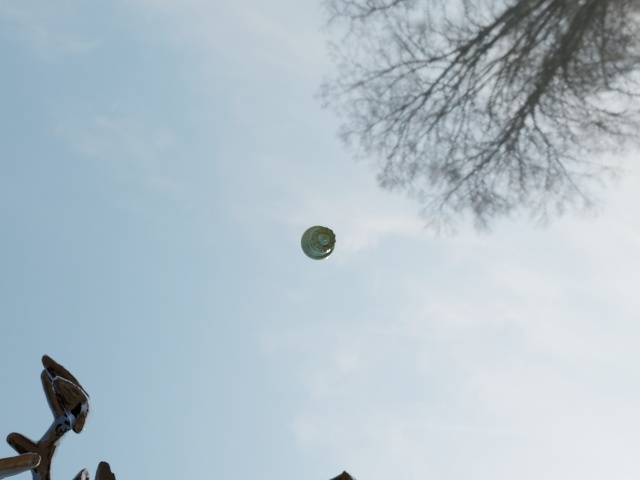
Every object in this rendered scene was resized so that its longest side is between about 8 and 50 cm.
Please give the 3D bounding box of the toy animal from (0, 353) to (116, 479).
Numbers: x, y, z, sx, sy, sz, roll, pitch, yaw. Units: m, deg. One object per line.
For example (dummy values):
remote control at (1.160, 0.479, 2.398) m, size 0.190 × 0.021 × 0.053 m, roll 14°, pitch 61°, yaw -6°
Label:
toy animal at (-0.145, 0.201, 0.396) m, size 0.087 × 0.243 × 0.260 m, roll -17°, pitch -95°, yaw -19°

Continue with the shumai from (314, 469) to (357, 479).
shumai at (0.045, 0.450, 1.053) m, size 0.256 × 0.218 × 0.189 m, roll 20°, pitch -149°, yaw 28°

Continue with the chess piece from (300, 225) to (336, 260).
chess piece at (0.000, 0.000, 0.784) m, size 0.042 × 0.093 × 0.042 m, roll 0°, pitch -95°, yaw -5°
